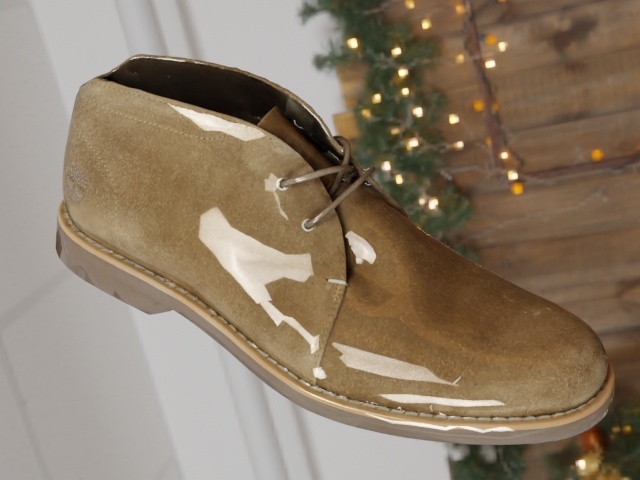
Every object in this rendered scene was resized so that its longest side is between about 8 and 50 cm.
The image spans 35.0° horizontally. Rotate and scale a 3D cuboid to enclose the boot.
[{"bbox_3d":[0.000,0.000,0.490,0.112,0.305,0.115,-44,-30,-53],"label":"boot"}]
